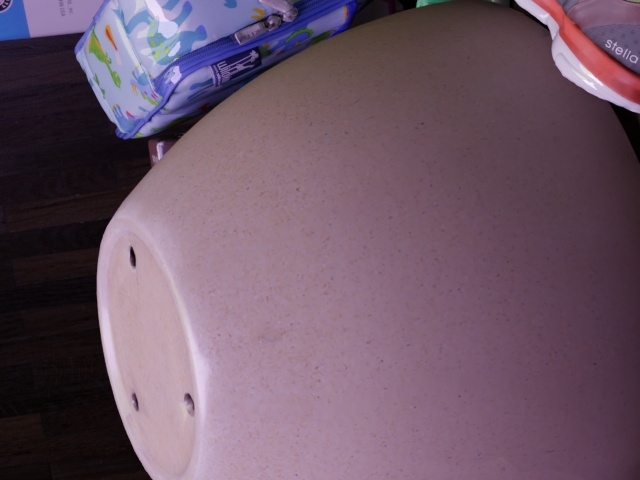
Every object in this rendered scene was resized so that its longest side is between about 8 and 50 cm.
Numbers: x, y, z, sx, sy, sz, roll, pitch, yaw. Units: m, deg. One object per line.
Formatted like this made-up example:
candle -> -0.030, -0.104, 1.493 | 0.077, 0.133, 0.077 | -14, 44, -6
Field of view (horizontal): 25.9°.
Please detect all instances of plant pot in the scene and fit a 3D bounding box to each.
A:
plant pot -> 0.004, 0.035, 0.669 | 0.284, 0.191, 0.284 | 33, 128, 56

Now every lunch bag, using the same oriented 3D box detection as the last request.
lunch bag -> -0.061, -0.145, 0.926 | 0.090, 0.176, 0.219 | 62, 159, -2

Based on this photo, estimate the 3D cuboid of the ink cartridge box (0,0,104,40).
ink cartridge box -> -0.234, -0.396, 1.551 | 0.166, 0.395, 0.285 | -103, 9, -48

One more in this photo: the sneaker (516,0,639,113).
sneaker -> 0.115, -0.110, 0.551 | 0.065, 0.061, 0.158 | -62, 27, 28

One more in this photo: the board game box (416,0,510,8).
board game box -> 0.037, -0.370, 0.818 | 0.390, 0.050, 0.390 | -108, 13, -55

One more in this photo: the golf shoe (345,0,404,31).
golf shoe -> -0.018, -0.196, 1.099 | 0.306, 0.140, 0.115 | -168, 71, -81

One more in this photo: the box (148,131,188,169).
box -> 0.000, 0.000, 0.919 | 0.168, 0.203, 0.167 | -151, 53, -80
